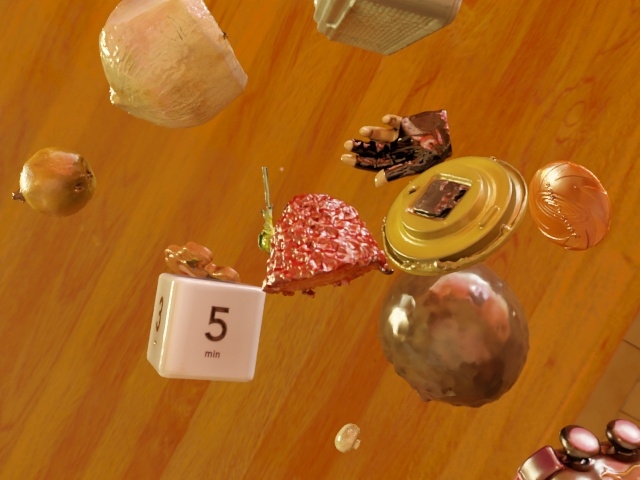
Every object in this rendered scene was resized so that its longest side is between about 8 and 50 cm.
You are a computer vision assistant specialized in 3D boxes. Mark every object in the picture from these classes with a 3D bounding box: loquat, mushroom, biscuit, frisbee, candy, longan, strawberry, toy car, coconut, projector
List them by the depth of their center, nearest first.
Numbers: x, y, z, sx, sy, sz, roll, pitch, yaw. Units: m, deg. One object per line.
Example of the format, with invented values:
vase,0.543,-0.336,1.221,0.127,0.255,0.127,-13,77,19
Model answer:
projector,0.060,-0.269,0.491,0.099,0.256,0.192,14,102,-6
strawberry,0.000,0.000,1.039,0.234,0.234,0.178,-12,80,-2
frisbee,0.492,-0.066,1.196,0.035,0.192,0.192,-23,99,-26
toy car,0.577,0.541,1.205,0.341,0.240,0.271,-5,126,-16
longan,0.323,0.226,1.492,0.391,0.391,0.391,0,97,-4
coconut,-0.423,-0.491,1.637,0.405,0.404,0.404,0,97,-4
mushroom,0.080,0.555,1.658,0.067,0.083,0.083,29,94,6
candy,-0.156,-0.087,1.757,0.077,0.073,0.262,-3,95,21
biscuit,-0.376,0.085,1.798,0.202,0.334,0.047,43,65,-25
loquat,-0.816,-0.171,1.801,0.246,0.213,0.213,-18,98,1

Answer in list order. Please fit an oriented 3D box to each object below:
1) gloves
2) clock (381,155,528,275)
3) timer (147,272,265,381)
gloves,0.206,-0.242,1.578,0.301,0.152,0.197,-3,70,-6
clock,0.188,-0.052,0.885,0.237,0.237,0.057,-39,126,1
timer,-0.242,0.178,1.238,0.194,0.192,0.195,10,86,-24
